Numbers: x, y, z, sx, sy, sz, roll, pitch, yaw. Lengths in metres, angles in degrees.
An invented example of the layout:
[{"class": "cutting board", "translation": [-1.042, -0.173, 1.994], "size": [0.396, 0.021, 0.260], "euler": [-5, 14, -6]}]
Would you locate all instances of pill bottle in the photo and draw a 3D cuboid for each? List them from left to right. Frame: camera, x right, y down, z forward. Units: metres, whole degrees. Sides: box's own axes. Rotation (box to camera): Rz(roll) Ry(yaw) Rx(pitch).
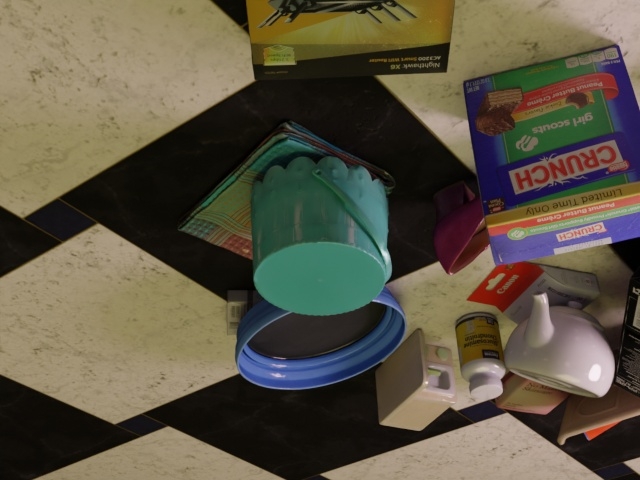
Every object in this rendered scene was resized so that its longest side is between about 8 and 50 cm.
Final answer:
[{"class": "pill bottle", "translation": [0.371, 0.269, 2.247], "size": [0.103, 0.184, 0.103], "euler": [-2, 145, -1]}]

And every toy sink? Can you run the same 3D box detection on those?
[{"class": "toy sink", "translation": [0.246, 0.342, 2.372], "size": [0.131, 0.152, 0.234], "euler": [13, 140, -20]}]

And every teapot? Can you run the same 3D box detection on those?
[{"class": "teapot", "translation": [0.534, 0.224, 2.121], "size": [0.253, 0.187, 0.256], "euler": [19, 170, 1]}]

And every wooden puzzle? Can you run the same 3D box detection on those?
[{"class": "wooden puzzle", "translation": [0.731, 0.341, 2.274], "size": [0.348, 0.322, 0.080], "euler": [-32, 99, 32]}]

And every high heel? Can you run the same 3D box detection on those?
[{"class": "high heel", "translation": [0.375, -0.069, 1.782], "size": [0.377, 0.181, 0.127], "euler": [-29, 137, 32]}]

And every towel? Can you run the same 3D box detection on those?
[{"class": "towel", "translation": [-0.070, -0.068, 1.880], "size": [0.271, 0.040, 0.370], "euler": [24, 137, -31]}]

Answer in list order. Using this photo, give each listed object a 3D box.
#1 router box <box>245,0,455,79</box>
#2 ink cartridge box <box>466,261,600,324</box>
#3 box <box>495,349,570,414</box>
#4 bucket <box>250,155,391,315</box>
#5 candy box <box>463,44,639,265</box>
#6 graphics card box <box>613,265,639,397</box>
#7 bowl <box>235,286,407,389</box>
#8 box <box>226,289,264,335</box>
[{"class": "router box", "translation": [0.043, -0.356, 1.450], "size": [0.309, 0.081, 0.243], "euler": [-3, 144, 1]}, {"class": "ink cartridge box", "translation": [0.473, 0.128, 2.171], "size": [0.232, 0.066, 0.189], "euler": [7, 144, -20]}, {"class": "box", "translation": [0.537, 0.313, 2.367], "size": [0.149, 0.127, 0.232], "euler": [11, 143, -16]}, {"class": "bucket", "translation": [0.000, 0.000, 1.788], "size": [0.281, 0.183, 0.281], "euler": [0, 145, 0]}, {"class": "candy box", "translation": [0.383, -0.139, 1.568], "size": [0.268, 0.317, 0.122], "euler": [-12, 143, 13]}, {"class": "graphics card box", "translation": [0.720, 0.142, 2.027], "size": [0.094, 0.233, 0.371], "euler": [29, 148, 32]}, {"class": "bowl", "translation": [-0.003, 0.208, 2.179], "size": [0.391, 0.077, 0.391], "euler": [-11, 146, -7]}, {"class": "box", "translation": [-0.119, 0.165, 2.201], "size": [0.186, 0.038, 0.145], "euler": [1, 144, -4]}]
